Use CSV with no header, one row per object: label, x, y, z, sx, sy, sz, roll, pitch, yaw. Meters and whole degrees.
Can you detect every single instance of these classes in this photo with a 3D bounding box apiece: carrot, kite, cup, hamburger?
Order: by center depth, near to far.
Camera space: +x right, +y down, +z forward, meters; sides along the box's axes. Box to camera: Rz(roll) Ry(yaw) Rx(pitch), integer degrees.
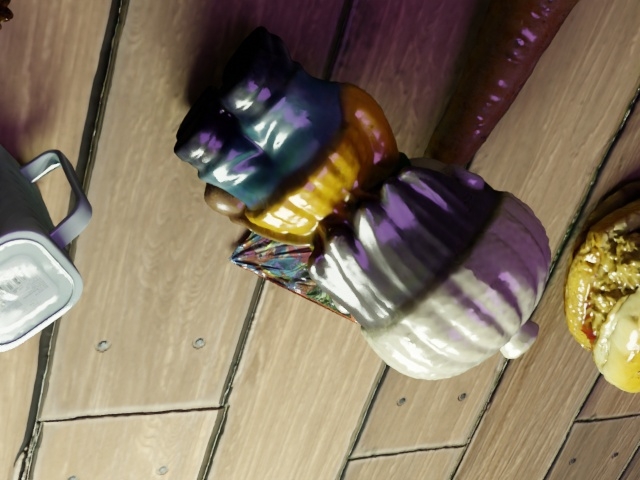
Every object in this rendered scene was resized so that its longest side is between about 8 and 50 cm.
cup,-0.225,-0.007,0.607,0.128,0.129,0.095,-35,139,-9
carrot,0.152,-0.147,0.777,0.078,0.078,0.298,8,122,-34
kite,0.000,0.000,0.817,0.189,0.009,0.232,-16,127,-20
hamburger,0.398,0.058,0.987,0.245,0.163,0.244,-15,125,-22

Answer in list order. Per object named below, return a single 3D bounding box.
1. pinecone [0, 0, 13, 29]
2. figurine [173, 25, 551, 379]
pinecone,-0.251,-0.155,0.514,0.109,0.102,0.102,-14,128,-9
figurine,0.043,-0.010,0.687,0.332,0.204,0.185,29,118,-35
